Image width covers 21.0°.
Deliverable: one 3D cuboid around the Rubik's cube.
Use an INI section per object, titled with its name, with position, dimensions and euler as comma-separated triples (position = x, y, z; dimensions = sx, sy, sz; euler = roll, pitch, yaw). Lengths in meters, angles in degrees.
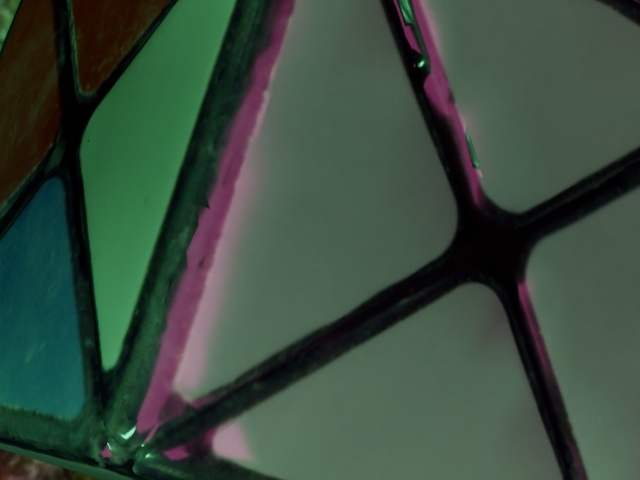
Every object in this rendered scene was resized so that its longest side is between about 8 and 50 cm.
[Rubik's cube]
position = 0.000, 0.000, 0.883
dimensions = 0.310, 0.305, 0.307
euler = 26, 77, -30
